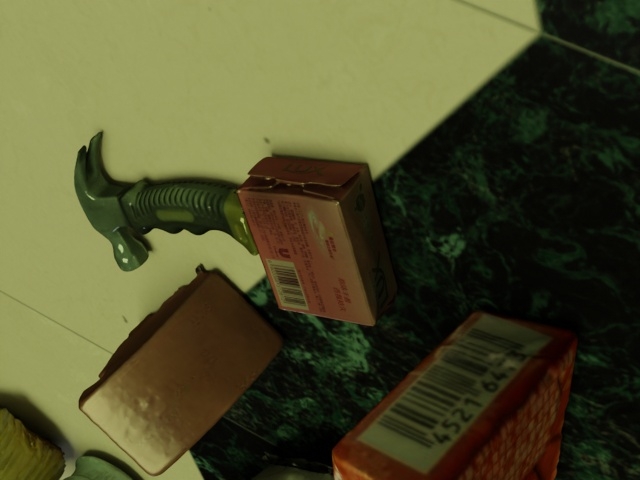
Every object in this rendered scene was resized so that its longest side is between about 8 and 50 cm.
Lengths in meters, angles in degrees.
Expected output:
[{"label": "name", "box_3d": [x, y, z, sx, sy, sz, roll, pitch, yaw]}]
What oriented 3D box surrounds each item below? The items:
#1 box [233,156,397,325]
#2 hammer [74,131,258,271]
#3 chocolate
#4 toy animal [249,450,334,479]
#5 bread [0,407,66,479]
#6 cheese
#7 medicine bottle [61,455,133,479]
[{"label": "box", "box_3d": [0.000, 0.000, 0.893, 0.111, 0.060, 0.156, 10, 134, 31]}, {"label": "hammer", "box_3d": [-0.151, -0.031, 0.993, 0.226, 0.041, 0.159, 6, 131, 34]}, {"label": "chocolate", "box_3d": [0.115, 0.206, 0.865, 0.108, 0.237, 0.235, 26, 140, 31]}, {"label": "toy animal", "box_3d": [-0.015, 0.337, 1.151, 0.208, 0.154, 0.325, 21, 162, -10]}, {"label": "bread", "box_3d": [-0.507, 0.339, 1.528, 0.250, 0.133, 0.179, -15, 117, 45]}, {"label": "cheese", "box_3d": [-0.171, 0.151, 1.067, 0.128, 0.177, 0.203, 47, 139, -9]}, {"label": "medicine bottle", "box_3d": [-0.340, 0.411, 1.459, 0.147, 0.143, 0.147, 23, 140, 20]}]
